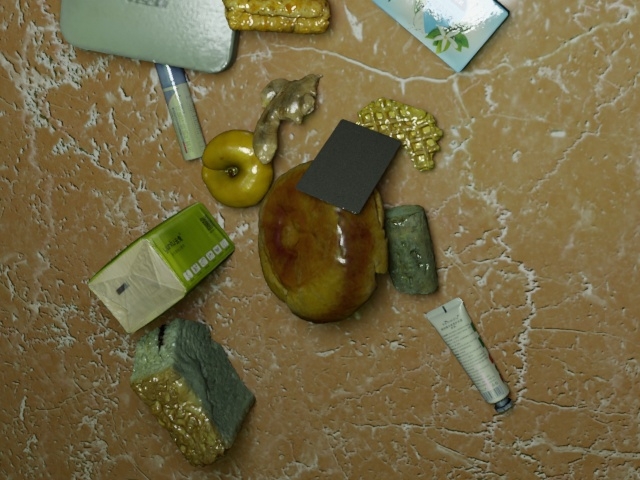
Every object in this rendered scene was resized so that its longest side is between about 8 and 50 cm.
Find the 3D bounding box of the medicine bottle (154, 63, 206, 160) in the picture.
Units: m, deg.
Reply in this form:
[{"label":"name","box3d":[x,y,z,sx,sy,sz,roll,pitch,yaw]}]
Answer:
[{"label":"medicine bottle","box3d":[-0.313,-0.299,1.587,0.059,0.059,0.231,-10,106,19]}]

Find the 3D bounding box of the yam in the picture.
[{"label":"yam","box3d":[0.191,0.026,1.530,0.107,0.107,0.194,-9,107,19]}]

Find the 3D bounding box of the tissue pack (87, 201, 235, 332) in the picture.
[{"label":"tissue pack","box3d":[-0.353,0.055,1.606,0.200,0.275,0.167,-36,95,24]}]

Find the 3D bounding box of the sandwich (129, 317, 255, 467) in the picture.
[{"label":"sandwich","box3d":[-0.309,0.343,1.704,0.131,0.262,0.325,-31,98,18]}]

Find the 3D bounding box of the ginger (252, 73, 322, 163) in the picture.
[{"label":"ginger","box3d":[-0.077,-0.263,1.489,0.132,0.059,0.214,8,73,25]}]

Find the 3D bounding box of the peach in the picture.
[{"label":"peach","box3d":[-0.188,-0.161,1.575,0.179,0.103,0.179,7,106,24]}]

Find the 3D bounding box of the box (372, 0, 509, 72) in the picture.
[{"label":"box","box3d":[0.230,-0.454,1.359,0.232,0.083,0.143,40,116,-1]}]

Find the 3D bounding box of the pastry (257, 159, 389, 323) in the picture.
[{"label":"pastry","box3d":[0.000,0.000,1.504,0.355,0.163,0.356,3,94,49]}]

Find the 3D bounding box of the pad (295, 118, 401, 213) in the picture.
[{"label":"pad","box3d":[0.058,-0.152,1.411,0.142,0.211,0.003,23,148,16]}]

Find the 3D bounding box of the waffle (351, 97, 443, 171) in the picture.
[{"label":"waffle","box3d":[0.156,-0.216,1.481,0.194,0.051,0.149,21,111,9]}]

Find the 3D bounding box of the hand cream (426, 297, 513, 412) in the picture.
[{"label":"hand cream","box3d":[0.347,0.263,1.598,0.095,0.059,0.276,-30,93,25]}]

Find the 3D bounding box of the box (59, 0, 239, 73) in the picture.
[{"label":"box","box3d":[-0.336,-0.552,1.450,0.366,0.090,0.373,11,108,-1]}]

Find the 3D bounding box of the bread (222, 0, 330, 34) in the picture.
[{"label":"bread","box3d":[-0.089,-0.459,1.399,0.210,0.114,0.083,-4,126,-14]}]
